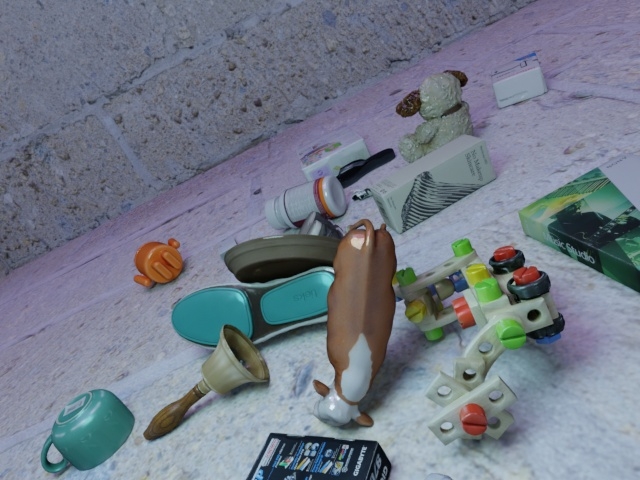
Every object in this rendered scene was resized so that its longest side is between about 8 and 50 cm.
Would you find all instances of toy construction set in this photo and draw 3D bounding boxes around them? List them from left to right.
[{"bbox_3d":[0.197,0.104,0.633,0.214,0.151,0.328,-22,24,12],"label":"toy construction set"}]

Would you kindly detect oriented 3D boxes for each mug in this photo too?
[{"bbox_3d":[-0.448,0.360,0.877,0.129,0.098,0.158,-9,29,36],"label":"mug"}]

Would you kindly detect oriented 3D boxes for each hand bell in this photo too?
[{"bbox_3d":[-0.223,0.277,0.835,0.242,0.126,0.126,-41,23,3],"label":"hand bell"}]

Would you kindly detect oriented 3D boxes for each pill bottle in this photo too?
[{"bbox_3d":[-0.045,-0.104,1.352,0.221,0.121,0.121,-15,27,27],"label":"pill bottle"}]

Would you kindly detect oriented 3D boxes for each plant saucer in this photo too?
[{"bbox_3d":[-0.056,0.054,0.939,0.277,0.277,0.041,-15,66,27],"label":"plant saucer"}]

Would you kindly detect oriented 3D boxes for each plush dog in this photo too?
[{"bbox_3d":[0.346,-0.360,1.316,0.262,0.226,0.210,-33,24,-12],"label":"plush dog"}]

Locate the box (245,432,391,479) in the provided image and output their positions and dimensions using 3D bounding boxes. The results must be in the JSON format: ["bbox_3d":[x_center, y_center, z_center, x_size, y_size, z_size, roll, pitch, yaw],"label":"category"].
[{"bbox_3d":[-0.030,0.335,0.536,0.175,0.051,0.220,-12,28,32],"label":"box"}]

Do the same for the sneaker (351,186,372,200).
[{"bbox_3d":[0.126,-0.132,1.347,0.083,0.032,0.037,-7,45,49],"label":"sneaker"}]

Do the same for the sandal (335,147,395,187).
[{"bbox_3d":[0.127,-0.249,1.540,0.254,0.055,0.097,-32,24,-9],"label":"sandal"}]

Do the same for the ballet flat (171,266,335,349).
[{"bbox_3d":[-0.113,0.142,0.946,0.399,0.139,0.139,-14,27,20],"label":"ballet flat"}]

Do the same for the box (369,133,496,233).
[{"bbox_3d":[0.266,-0.137,1.099,0.275,0.113,0.094,-31,24,-3],"label":"box"}]

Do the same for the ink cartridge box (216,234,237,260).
[{"bbox_3d":[-0.296,0.022,1.482,0.062,0.029,0.115,-31,23,-6],"label":"ink cartridge box"}]

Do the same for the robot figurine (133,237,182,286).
[{"bbox_3d":[-0.537,0.070,1.522,0.128,0.158,0.219,5,3,-36],"label":"robot figurine"}]

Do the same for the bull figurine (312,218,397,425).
[{"bbox_3d":[0.053,0.116,0.688,0.101,0.311,0.188,10,14,-1],"label":"bull figurine"}]

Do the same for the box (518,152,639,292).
[{"bbox_3d":[0.500,-0.034,0.704,0.232,0.059,0.322,-29,23,-3],"label":"box"}]

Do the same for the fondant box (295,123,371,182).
[{"bbox_3d":[0.041,-0.321,1.731,0.238,0.096,0.330,-26,23,4],"label":"fondant box"}]

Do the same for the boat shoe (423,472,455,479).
[{"bbox_3d":[0.087,0.314,0.414,0.075,0.083,0.226,-3,33,46],"label":"boat shoe"}]

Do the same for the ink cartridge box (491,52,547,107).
[{"bbox_3d":[0.641,-0.522,1.502,0.148,0.086,0.203,-15,26,27],"label":"ink cartridge box"}]

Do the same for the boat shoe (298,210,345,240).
[{"bbox_3d":[0.000,0.000,1.130,0.112,0.095,0.335,-60,8,4],"label":"boat shoe"}]
